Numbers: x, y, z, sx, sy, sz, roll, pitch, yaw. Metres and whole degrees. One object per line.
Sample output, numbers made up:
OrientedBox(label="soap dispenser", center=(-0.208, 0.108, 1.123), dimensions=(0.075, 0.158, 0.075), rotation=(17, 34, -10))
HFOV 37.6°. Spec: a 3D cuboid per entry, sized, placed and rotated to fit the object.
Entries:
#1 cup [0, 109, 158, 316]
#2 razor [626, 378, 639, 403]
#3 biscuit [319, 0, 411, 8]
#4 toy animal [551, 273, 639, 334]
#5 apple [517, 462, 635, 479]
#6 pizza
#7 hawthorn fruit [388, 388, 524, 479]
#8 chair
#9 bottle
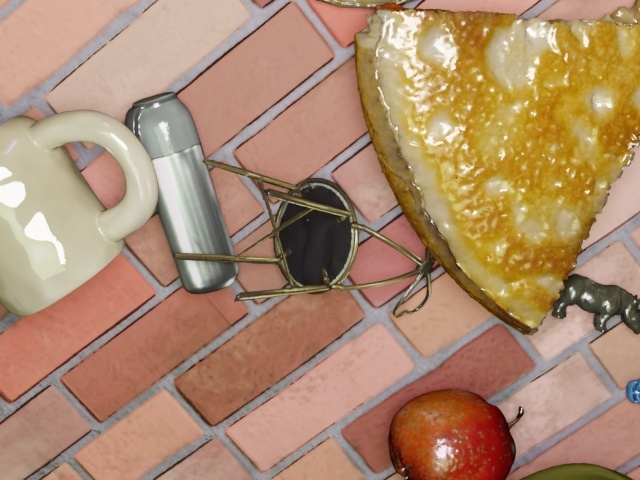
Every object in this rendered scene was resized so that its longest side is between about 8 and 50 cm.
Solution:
OrientedBox(label="cup", center=(-0.333, -0.043, 1.118), dimensions=(0.255, 0.173, 0.202), rotation=(-18, 111, 42))
OrientedBox(label="razor", center=(0.542, 0.201, 1.266), dimensions=(0.253, 0.042, 0.082), rotation=(-3, 86, 4))
OrientedBox(label="biscuit", center=(0.094, -0.352, 1.106), dimensions=(0.289, 0.038, 0.141), rotation=(-30, 104, 10))
OrientedBox(label="toy animal", center=(0.373, 0.088, 1.232), dimensions=(0.135, 0.047, 0.065), rotation=(19, 99, 1))
OrientedBox(label="apple", center=(0.342, 0.506, 1.157), dimensions=(0.473, 0.474, 0.474), rotation=(0, 107, 1))
OrientedBox(label="pizza", center=(0.270, -0.142, 1.133), dimensions=(0.406, 0.130, 0.440), rotation=(-31, 106, -4))
OrientedBox(label="hawthorn fruit", center=(0.190, 0.267, 1.247), dimensions=(0.193, 0.157, 0.157), rotation=(-20, 107, -13))
OrientedBox(label="chair", center=(0.000, 0.000, 1.172), dimensions=(0.325, 0.170, 0.160), rotation=(3, 109, -46))
OrientedBox(label="bottle", center=(-0.176, -0.055, 1.178), dimensions=(0.079, 0.096, 0.254), rotation=(3, 114, 46))
